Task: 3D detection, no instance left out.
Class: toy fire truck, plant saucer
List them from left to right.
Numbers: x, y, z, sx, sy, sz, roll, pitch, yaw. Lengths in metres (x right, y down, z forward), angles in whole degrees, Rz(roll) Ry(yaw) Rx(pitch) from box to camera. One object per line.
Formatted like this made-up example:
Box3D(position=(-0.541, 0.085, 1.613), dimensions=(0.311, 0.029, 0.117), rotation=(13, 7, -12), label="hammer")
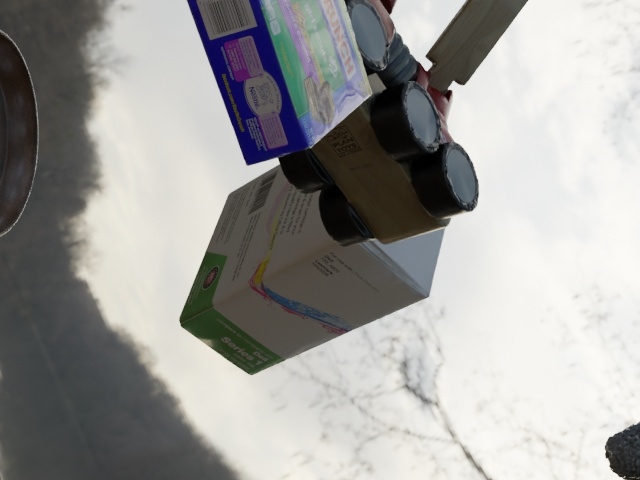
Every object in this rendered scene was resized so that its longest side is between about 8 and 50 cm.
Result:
Box3D(position=(-0.273, -0.086, 0.957), dimensions=(0.168, 0.029, 0.168), rotation=(1, 90, -80), label="plant saucer")
Box3D(position=(0.064, -0.152, 0.962), dimensions=(0.217, 0.159, 0.246), rotation=(53, 37, -29), label="toy fire truck")

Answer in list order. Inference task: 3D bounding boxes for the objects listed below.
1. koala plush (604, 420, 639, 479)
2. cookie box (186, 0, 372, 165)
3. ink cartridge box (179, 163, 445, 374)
Box3D(position=(0.239, 0.290, 0.999), dimensions=(0.203, 0.221, 0.196), rotation=(-94, 161, -51), label="koala plush")
Box3D(position=(-0.018, -0.101, 0.630), dimensions=(0.107, 0.040, 0.091), rotation=(-48, 123, -61), label="cookie box")
Box3D(position=(0.000, 0.000, 1.277), dimensions=(0.117, 0.201, 0.278), rotation=(40, -44, -24), label="ink cartridge box")
